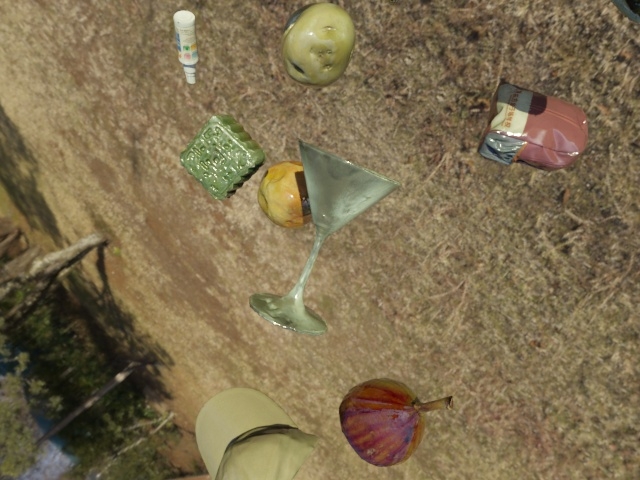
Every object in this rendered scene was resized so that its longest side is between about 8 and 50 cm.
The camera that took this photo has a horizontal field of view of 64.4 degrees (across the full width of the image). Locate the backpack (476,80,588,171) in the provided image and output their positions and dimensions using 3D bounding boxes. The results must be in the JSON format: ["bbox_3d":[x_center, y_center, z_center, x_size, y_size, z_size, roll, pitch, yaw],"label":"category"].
[{"bbox_3d":[0.684,-0.350,1.624,0.316,0.284,0.197,18,157,8],"label":"backpack"}]

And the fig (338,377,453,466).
[{"bbox_3d":[0.194,0.410,1.221,0.217,0.217,0.321,47,133,1],"label":"fig"}]

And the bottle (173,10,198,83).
[{"bbox_3d":[-0.377,-0.541,1.449,0.060,0.060,0.217,40,150,18],"label":"bottle"}]

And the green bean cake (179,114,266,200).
[{"bbox_3d":[-0.261,-0.220,1.346,0.173,0.181,0.094,47,-164,-1],"label":"green bean cake"}]

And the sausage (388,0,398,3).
[{"bbox_3d":[0.217,-0.716,1.515,0.198,0.028,0.025,-80,-15,-66],"label":"sausage"}]

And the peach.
[{"bbox_3d":[-0.085,-0.137,1.566,0.214,0.214,0.235,58,168,-24],"label":"peach"}]

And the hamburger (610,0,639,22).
[{"bbox_3d":[0.662,-0.587,0.980,0.192,0.288,0.168,18,-164,-20],"label":"hamburger"}]

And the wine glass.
[{"bbox_3d":[0.000,0.000,1.193,0.266,0.407,0.267,21,-171,-3],"label":"wine glass"}]

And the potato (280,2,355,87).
[{"bbox_3d":[-0.009,-0.583,1.526,0.220,0.243,0.326,11,-162,-10],"label":"potato"}]

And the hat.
[{"bbox_3d":[-0.115,0.275,0.652,0.173,0.166,0.144,34,176,17],"label":"hat"}]
